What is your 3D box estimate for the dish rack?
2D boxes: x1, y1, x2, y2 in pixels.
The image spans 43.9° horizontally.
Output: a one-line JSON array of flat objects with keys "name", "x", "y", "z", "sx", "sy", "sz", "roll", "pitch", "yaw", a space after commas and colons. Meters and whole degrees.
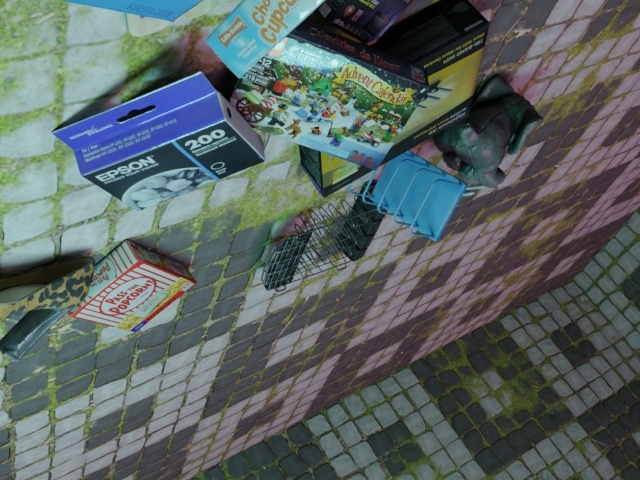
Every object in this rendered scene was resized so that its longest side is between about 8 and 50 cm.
[{"name": "dish rack", "x": 0.000, "y": 0.000, "z": 1.576, "sx": 0.272, "sy": 0.074, "sz": 0.208, "roll": -19, "pitch": 151, "yaw": -30}]

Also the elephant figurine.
[{"name": "elephant figurine", "x": 0.348, "y": -0.233, "z": 1.540, "sx": 0.239, "sy": 0.186, "sz": 0.169, "roll": -43, "pitch": 115, "yaw": -10}]

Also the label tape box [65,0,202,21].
[{"name": "label tape box", "x": -0.151, "y": -0.290, "z": 0.636, "sx": 0.241, "sy": 0.105, "sz": 0.334, "roll": 2, "pitch": 176, "yaw": -36}]

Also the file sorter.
[{"name": "file sorter", "x": 0.152, "y": -0.095, "z": 1.442, "sx": 0.104, "sy": 0.170, "sz": 0.118, "roll": 8, "pitch": 113, "yaw": -52}]

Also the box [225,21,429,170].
[{"name": "box", "x": 0.005, "y": -0.196, "z": 1.061, "sx": 0.233, "sy": 0.044, "sz": 0.159, "roll": 17, "pitch": 135, "yaw": -16}]

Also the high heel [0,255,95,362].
[{"name": "high heel", "x": -0.425, "y": 0.046, "z": 1.089, "sx": 0.186, "sy": 0.093, "sz": 0.261, "roll": -49, "pitch": 151, "yaw": -14}]

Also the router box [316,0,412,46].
[{"name": "router box", "x": 0.061, "y": -0.321, "z": 1.071, "sx": 0.092, "sy": 0.038, "sz": 0.122, "roll": -46, "pitch": 155, "yaw": 22}]

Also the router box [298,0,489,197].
[{"name": "router box", "x": 0.109, "y": -0.224, "z": 1.270, "sx": 0.309, "sy": 0.081, "sz": 0.243, "roll": -31, "pitch": 157, "yaw": -11}]

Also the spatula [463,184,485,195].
[{"name": "spatula", "x": 0.249, "y": -0.096, "z": 1.638, "sx": 0.168, "sy": 0.019, "sz": 0.242, "roll": -18, "pitch": -174, "yaw": -26}]

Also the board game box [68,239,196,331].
[{"name": "board game box", "x": -0.315, "y": 0.081, "z": 1.320, "sx": 0.147, "sy": 0.045, "sz": 0.193, "roll": -39, "pitch": 157, "yaw": 7}]

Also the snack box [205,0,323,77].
[{"name": "snack box", "x": 0.030, "y": -0.308, "z": 0.802, "sx": 0.322, "sy": 0.060, "sz": 0.187, "roll": -32, "pitch": -162, "yaw": 41}]

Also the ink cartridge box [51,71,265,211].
[{"name": "ink cartridge box", "x": -0.199, "y": -0.119, "z": 1.026, "sx": 0.206, "sy": 0.045, "sz": 0.208, "roll": -20, "pitch": 159, "yaw": 11}]

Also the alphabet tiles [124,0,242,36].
[{"name": "alphabet tiles", "x": -0.129, "y": -0.335, "z": 0.801, "sx": 0.284, "sy": 0.021, "sz": 0.278, "roll": -26, "pitch": 156, "yaw": -21}]
